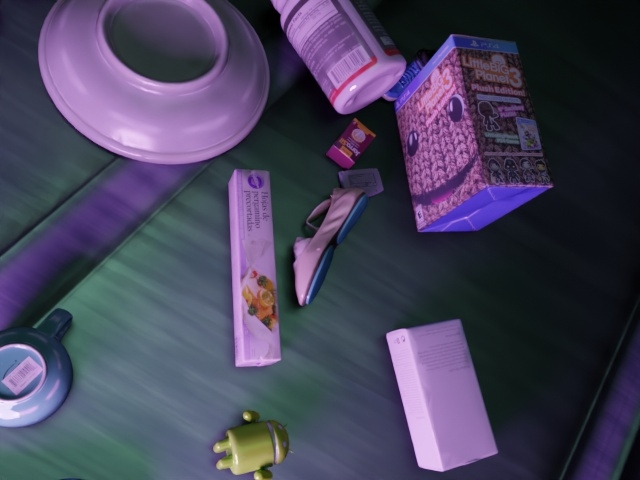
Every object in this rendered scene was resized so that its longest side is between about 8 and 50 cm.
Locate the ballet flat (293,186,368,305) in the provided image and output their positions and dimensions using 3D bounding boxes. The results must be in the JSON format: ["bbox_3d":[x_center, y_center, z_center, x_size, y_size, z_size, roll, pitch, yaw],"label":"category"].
[{"bbox_3d":[0.000,0.000,0.985,0.086,0.086,0.248,35,62,-6],"label":"ballet flat"}]

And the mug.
[{"bbox_3d":[-0.404,0.168,0.755,0.129,0.097,0.157,-1,73,-21],"label":"mug"}]

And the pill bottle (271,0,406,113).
[{"bbox_3d":[0.025,-0.402,1.080,0.161,0.161,0.283,-29,84,-26],"label":"pill bottle"}]

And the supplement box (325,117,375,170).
[{"bbox_3d":[0.058,-0.184,1.082,0.055,0.043,0.083,38,64,-6],"label":"supplement box"}]

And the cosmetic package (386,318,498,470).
[{"bbox_3d":[0.204,0.258,0.960,0.117,0.085,0.231,-6,76,-22],"label":"cosmetic package"}]

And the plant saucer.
[{"bbox_3d":[-0.273,-0.332,0.980,0.400,0.100,0.400,6,70,-18],"label":"plant saucer"}]

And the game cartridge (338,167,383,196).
[{"bbox_3d":[0.078,-0.109,1.079,0.083,0.017,0.056,-7,71,-22],"label":"game cartridge"}]

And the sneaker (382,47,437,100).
[{"bbox_3d":[0.190,-0.349,1.165,0.152,0.084,0.058,-33,85,-26],"label":"sneaker"}]

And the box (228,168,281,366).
[{"bbox_3d":[-0.111,0.042,0.928,0.063,0.067,0.324,2,70,-21],"label":"box"}]

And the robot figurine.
[{"bbox_3d":[-0.099,0.307,0.838,0.115,0.067,0.101,-5,62,-22],"label":"robot figurine"}]

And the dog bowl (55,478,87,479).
[{"bbox_3d":[-0.396,0.394,0.694,0.297,0.074,0.166,1,71,-21],"label":"dog bowl"}]

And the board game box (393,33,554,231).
[{"bbox_3d":[0.272,-0.188,1.058,0.141,0.232,0.291,-1,71,-21],"label":"board game box"}]
